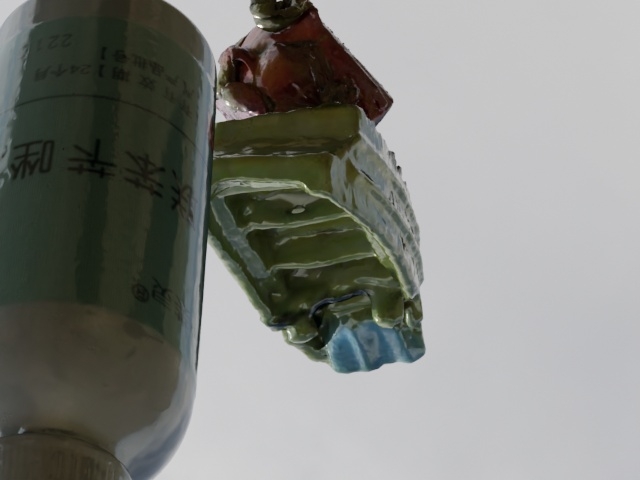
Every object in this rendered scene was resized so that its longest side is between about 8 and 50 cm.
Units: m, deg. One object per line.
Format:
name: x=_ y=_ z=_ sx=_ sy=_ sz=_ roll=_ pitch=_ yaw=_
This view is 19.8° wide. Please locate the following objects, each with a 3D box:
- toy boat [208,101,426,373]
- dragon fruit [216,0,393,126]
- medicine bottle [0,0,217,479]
toy boat: x=0.000 y=-0.005 z=1.087 sx=0.111 sy=0.276 sz=0.084 roll=-6 pitch=-115 yaw=14
dragon fruit: x=-0.029 y=-0.110 z=1.196 sx=0.096 sy=0.102 sz=0.147 roll=41 pitch=176 yaw=-30
medicine bottle: x=-0.105 y=0.044 z=0.754 sx=0.110 sy=0.110 sz=0.351 roll=18 pitch=-135 yaw=-17
